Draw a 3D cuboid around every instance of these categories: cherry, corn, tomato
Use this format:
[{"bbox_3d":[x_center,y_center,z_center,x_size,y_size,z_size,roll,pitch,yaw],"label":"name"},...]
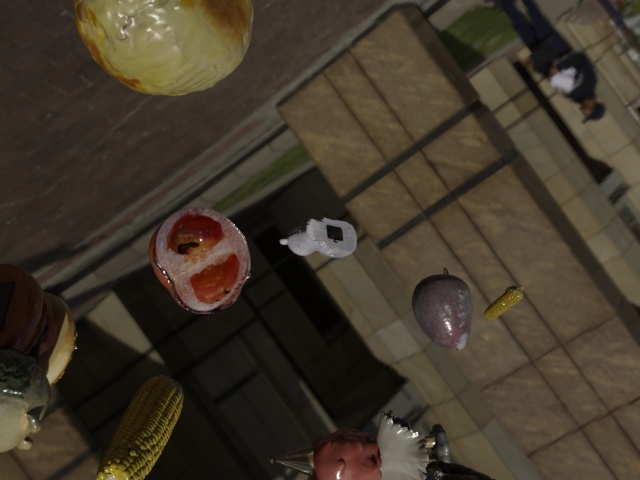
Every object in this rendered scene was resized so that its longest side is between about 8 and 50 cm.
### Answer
[{"bbox_3d":[0.233,0.132,1.519,0.115,0.148,0.188,-39,160,0],"label":"cherry"},{"bbox_3d":[-0.225,0.243,1.044,0.067,0.067,0.206,-36,-165,23],"label":"corn"},{"bbox_3d":[0.313,0.104,1.399,0.083,0.028,0.027,-44,-151,22],"label":"corn"},{"bbox_3d":[-0.259,0.037,1.729,0.199,0.227,0.112,-30,-165,-26],"label":"tomato"}]

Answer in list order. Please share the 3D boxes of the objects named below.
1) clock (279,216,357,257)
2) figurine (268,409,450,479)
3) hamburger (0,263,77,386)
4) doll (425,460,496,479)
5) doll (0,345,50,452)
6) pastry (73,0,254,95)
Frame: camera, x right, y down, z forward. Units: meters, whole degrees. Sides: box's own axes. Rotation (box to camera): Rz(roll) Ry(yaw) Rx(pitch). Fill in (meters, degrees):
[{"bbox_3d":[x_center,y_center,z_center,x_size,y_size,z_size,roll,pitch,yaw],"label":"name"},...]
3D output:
[{"bbox_3d":[0.000,-0.001,1.949,0.176,0.079,0.117,10,158,-43],"label":"clock"},{"bbox_3d":[0.083,0.467,1.732,0.387,0.206,0.166,-5,180,-13],"label":"figurine"},{"bbox_3d":[-0.690,0.212,1.818,0.291,0.291,0.225,-36,143,-3],"label":"hamburger"},{"bbox_3d":[0.237,0.400,1.320,0.139,0.165,0.057,2,106,-58],"label":"doll"},{"bbox_3d":[-0.701,0.299,1.555,0.247,0.350,0.247,-161,-90,-74],"label":"doll"},{"bbox_3d":[-0.324,-0.473,1.656,0.313,0.388,0.388,-10,-165,34],"label":"pastry"}]
